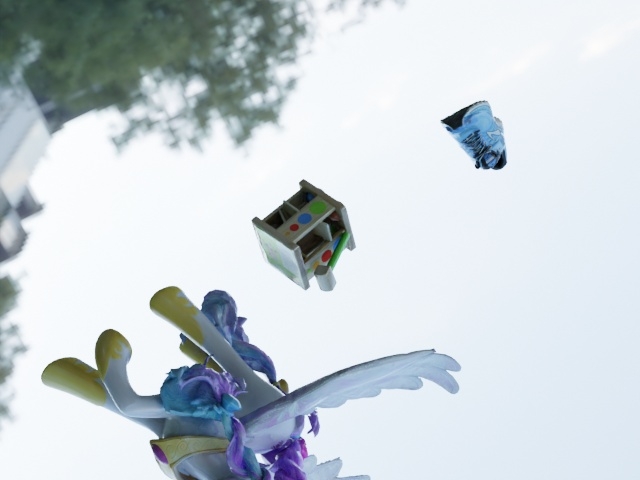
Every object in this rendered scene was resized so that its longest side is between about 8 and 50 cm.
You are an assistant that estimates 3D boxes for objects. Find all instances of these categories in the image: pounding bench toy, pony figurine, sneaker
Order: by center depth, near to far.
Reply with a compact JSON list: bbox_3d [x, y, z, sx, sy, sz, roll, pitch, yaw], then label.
[{"bbox_3d":[0.000,0.000,0.983,0.065,0.052,0.083,-39,-129,-21],"label":"pounding bench toy"},{"bbox_3d":[-0.072,0.201,1.323,0.351,0.303,0.363,-9,-140,-40],"label":"pony figurine"},{"bbox_3d":[0.209,-0.130,1.588,0.063,0.073,0.162,-27,161,23],"label":"sneaker"}]
